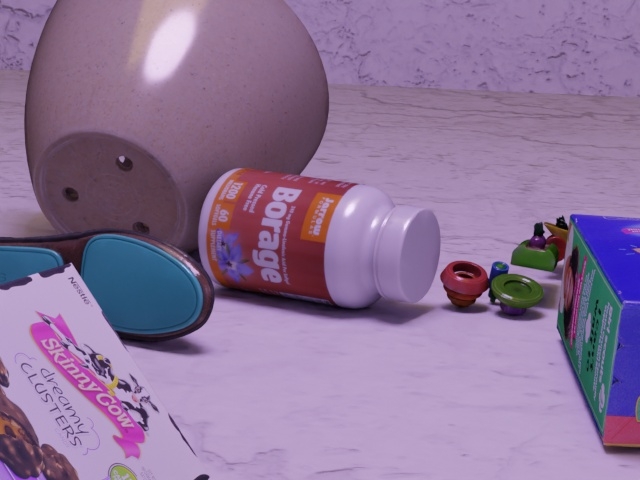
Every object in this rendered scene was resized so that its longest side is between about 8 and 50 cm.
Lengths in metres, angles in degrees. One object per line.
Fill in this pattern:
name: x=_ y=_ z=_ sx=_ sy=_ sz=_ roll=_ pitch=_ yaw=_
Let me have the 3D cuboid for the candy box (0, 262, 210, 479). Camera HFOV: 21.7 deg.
candy box: x=-0.178 y=0.113 z=0.964 sx=0.070 sy=0.165 sz=0.196 roll=-39 pitch=-9 yaw=28

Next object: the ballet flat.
ballet flat: x=-0.207 y=0.033 z=1.513 sx=0.280 sy=0.095 sz=0.096 roll=7 pitch=1 yaw=22

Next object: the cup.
cup: x=-0.180 y=-0.109 z=1.765 sx=0.331 sy=0.331 sz=0.237 roll=6 pitch=39 yaw=16

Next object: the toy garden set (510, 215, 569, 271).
toy garden set: x=0.324 y=0.015 z=1.699 sx=0.244 sy=0.049 sz=0.204 roll=10 pitch=5 yaw=10

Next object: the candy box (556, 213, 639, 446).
candy box: x=0.345 y=0.070 z=1.359 sx=0.268 sy=0.122 sz=0.317 roll=4 pitch=11 yaw=1

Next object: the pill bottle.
pill bottle: x=0.000 y=0.000 z=1.618 sx=0.216 sy=0.121 sz=0.121 roll=8 pitch=14 yaw=28

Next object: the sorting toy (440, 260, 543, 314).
sorting toy: x=0.165 y=0.052 z=1.622 sx=0.102 sy=0.042 sz=0.061 roll=18 pitch=32 yaw=15
